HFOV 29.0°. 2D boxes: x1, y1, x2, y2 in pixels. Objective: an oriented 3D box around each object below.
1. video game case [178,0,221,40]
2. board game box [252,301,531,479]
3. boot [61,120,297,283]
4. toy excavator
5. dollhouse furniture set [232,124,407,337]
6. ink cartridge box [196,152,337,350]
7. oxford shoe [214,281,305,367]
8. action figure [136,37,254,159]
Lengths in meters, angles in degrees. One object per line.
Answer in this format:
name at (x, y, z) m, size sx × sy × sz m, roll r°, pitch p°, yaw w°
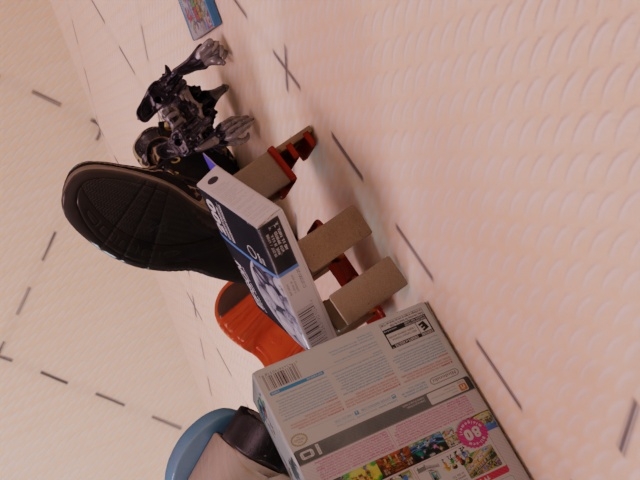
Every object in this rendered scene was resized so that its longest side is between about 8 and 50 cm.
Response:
video game case at (-0.191, -0.368, 1.859) m, size 0.119 × 0.015 × 0.166 m, roll 70°, pitch 165°, yaw -7°
board game box at (0.087, 0.246, 1.350) m, size 0.303 × 0.224 × 0.097 m, roll 61°, pitch 163°, yaw 26°
boot at (-0.235, -0.079, 1.877) m, size 0.138 × 0.377 × 0.284 m, roll -62°, pitch 33°, yaw 22°
toy excavator at (-0.081, 0.385, 1.992) m, size 0.432 × 0.222 × 0.445 m, roll 30°, pitch 179°, yaw -27°
dollhouse furniture set at (0.000, 0.000, 1.570) m, size 0.259 × 0.135 × 0.262 m, roll 55°, pitch 164°, yaw 4°
ink cartridge box at (-0.076, 0.015, 1.492) m, size 0.208 × 0.045 × 0.206 m, roll 37°, pitch 156°, yaw 52°
oxford shoe at (-0.016, 0.192, 1.915) m, size 0.364 × 0.130 × 0.132 m, roll 49°, pitch -170°, yaw 34°
action figure at (-0.176, -0.199, 1.827) m, size 0.164 × 0.140 × 0.276 m, roll 62°, pitch -167°, yaw -9°
